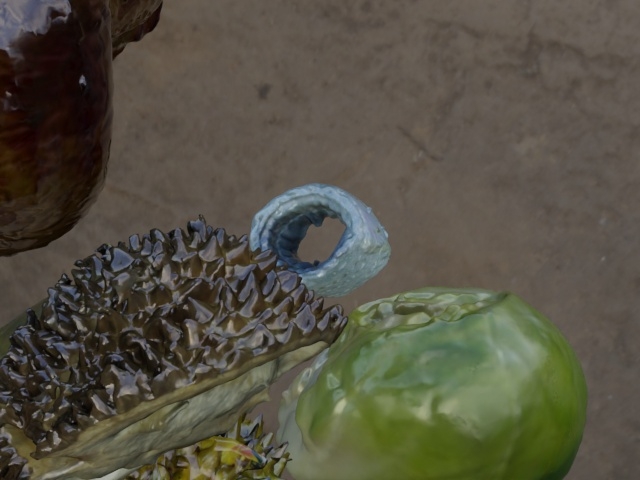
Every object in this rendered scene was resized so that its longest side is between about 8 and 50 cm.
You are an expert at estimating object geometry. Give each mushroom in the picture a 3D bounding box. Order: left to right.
[{"bbox_3d":[-0.222,-0.152,0.768,0.356,0.334,0.331,7,97,-42],"label":"mushroom"}]

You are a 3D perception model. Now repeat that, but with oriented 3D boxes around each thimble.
[{"bbox_3d":[0.000,0.000,1.920,0.250,0.172,0.205,3,79,25],"label":"thimble"}]

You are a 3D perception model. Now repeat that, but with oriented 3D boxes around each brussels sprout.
[{"bbox_3d":[0.126,0.177,1.156,0.344,0.344,0.268,17,44,-2],"label":"brussels sprout"}]

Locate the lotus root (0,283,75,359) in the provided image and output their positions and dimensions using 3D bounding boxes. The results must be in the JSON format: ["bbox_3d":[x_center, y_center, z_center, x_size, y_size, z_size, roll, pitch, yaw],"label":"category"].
[{"bbox_3d":[-0.307,0.207,1.202,0.250,0.346,0.250,28,45,-33],"label":"lotus root"}]

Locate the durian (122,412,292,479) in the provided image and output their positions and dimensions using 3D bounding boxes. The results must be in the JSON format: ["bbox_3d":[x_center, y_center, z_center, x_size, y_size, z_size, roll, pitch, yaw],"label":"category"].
[{"bbox_3d":[-0.148,0.182,0.610,0.293,0.258,0.258,-42,76,4],"label":"durian"}]

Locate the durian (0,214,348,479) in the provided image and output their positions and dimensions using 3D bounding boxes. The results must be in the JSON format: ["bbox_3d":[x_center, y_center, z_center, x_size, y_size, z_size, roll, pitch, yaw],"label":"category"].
[{"bbox_3d":[-0.068,0.043,0.440,0.148,0.188,0.091,-39,72,19],"label":"durian"}]
